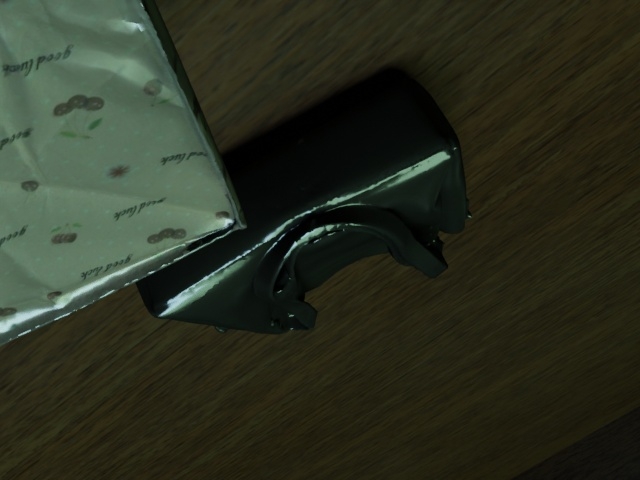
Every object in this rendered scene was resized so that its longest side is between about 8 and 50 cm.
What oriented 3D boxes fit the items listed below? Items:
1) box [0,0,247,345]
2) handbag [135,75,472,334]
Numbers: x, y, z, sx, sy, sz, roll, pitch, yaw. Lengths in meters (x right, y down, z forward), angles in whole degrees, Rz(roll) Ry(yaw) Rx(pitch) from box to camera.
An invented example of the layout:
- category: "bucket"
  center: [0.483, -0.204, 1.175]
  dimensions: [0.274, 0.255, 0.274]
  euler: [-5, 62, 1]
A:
- category: "box"
  center: [-0.192, -0.096, 0.374]
  dimensions: [0.225, 0.190, 0.297]
  euler: [-25, 151, -3]
- category: "handbag"
  center: [0.000, 0.001, 0.762]
  dimensions: [0.285, 0.113, 0.257]
  euler: [-28, 158, 5]
